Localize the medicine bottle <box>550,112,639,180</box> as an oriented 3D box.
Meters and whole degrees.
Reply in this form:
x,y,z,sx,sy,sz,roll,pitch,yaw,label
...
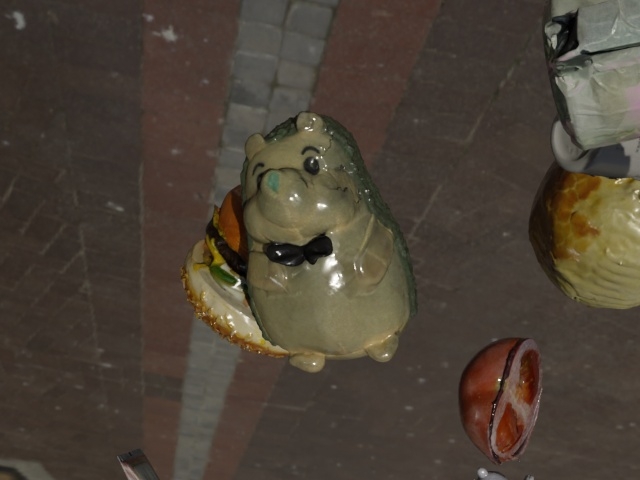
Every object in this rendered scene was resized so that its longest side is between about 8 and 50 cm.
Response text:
x,y,z,sx,sy,sz,roll,pitch,yaw,label
0.395,-0.132,1.076,0.168,0.105,0.105,4,155,-26,medicine bottle

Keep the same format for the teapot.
x,y,z,sx,sy,sz,roll,pitch,yaw,label
0.300,-0.194,0.765,0.178,0.163,0.221,-12,151,23,teapot

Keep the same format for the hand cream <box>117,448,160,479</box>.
x,y,z,sx,sy,sz,roll,pitch,yaw,label
-0.202,0.368,1.071,0.043,0.209,0.067,-34,167,10,hand cream

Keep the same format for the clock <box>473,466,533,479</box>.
x,y,z,sx,sy,sz,roll,pitch,yaw,label
0.362,0.542,1.685,0.117,0.080,0.176,12,121,16,clock

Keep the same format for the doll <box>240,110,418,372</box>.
x,y,z,sx,sy,sz,roll,pitch,yaw,label
0.000,0.000,1.129,0.248,0.349,0.247,-11,-175,1,doll

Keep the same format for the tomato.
x,y,z,sx,sy,sz,roll,pitch,yaw,label
0.312,0.281,1.471,0.112,0.227,0.199,9,152,38,tomato

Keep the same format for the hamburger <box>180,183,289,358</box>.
x,y,z,sx,sy,sz,roll,pitch,yaw,label
-0.093,0.053,1.384,0.291,0.291,0.225,26,110,-29,hamburger

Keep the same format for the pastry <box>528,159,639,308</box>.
x,y,z,sx,sy,sz,roll,pitch,yaw,label
0.608,-0.050,1.744,0.313,0.388,0.388,24,155,15,pastry
